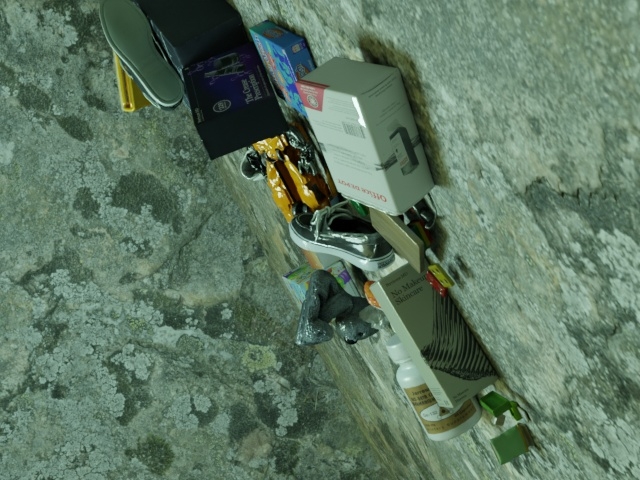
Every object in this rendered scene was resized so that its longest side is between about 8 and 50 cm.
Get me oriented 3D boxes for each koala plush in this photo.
[{"bbox_3d":[0.066,0.192,2.119,0.196,0.221,0.203,131,152,-76],"label":"koala plush"}]

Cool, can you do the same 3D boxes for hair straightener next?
[{"bbox_3d":[0.123,-0.103,1.367,0.230,0.047,0.089,52,168,36],"label":"hair straightener"}]

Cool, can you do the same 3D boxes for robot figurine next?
[{"bbox_3d":[-0.060,-0.155,1.891,0.211,0.085,0.291,-1,123,43],"label":"robot figurine"}]

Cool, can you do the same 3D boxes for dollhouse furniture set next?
[{"bbox_3d":[0.347,0.349,1.471,0.152,0.076,0.058,64,170,-17],"label":"dollhouse furniture set"}]

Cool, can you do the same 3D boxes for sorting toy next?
[{"bbox_3d":[0.153,-0.016,1.422,0.274,0.046,0.132,47,170,22],"label":"sorting toy"}]

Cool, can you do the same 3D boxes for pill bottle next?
[{"bbox_3d":[0.236,0.296,1.706,0.229,0.131,0.131,61,170,-6],"label":"pill bottle"}]

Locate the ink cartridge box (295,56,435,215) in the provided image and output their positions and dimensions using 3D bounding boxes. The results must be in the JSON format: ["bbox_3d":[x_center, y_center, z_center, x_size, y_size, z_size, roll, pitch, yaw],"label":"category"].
[{"bbox_3d":[0.071,-0.162,1.247,0.158,0.092,0.218,26,145,48],"label":"ink cartridge box"}]

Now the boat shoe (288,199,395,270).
[{"bbox_3d":[0.034,-0.026,1.751,0.306,0.113,0.105,27,140,49],"label":"boat shoe"}]

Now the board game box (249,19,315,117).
[{"bbox_3d":[-0.062,-0.341,1.600,0.210,0.047,0.160,46,163,57],"label":"board game box"}]

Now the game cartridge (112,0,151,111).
[{"bbox_3d":[-0.451,-0.525,2.196,0.052,0.323,0.285,7,114,23],"label":"game cartridge"}]

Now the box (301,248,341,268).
[{"bbox_3d":[0.000,0.000,2.137,0.130,0.091,0.170,60,170,-3],"label":"box"}]

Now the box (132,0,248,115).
[{"bbox_3d":[-0.303,-0.472,2.038,0.343,0.179,0.312,51,165,42],"label":"box"}]

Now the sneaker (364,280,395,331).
[{"bbox_3d":[0.164,0.144,1.878,0.175,0.064,0.067,46,144,37],"label":"sneaker"}]

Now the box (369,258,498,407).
[{"bbox_3d":[0.213,0.174,1.534,0.275,0.113,0.094,58,169,4],"label":"box"}]

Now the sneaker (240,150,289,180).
[{"bbox_3d":[-0.148,-0.215,2.082,0.114,0.152,0.305,58,171,1],"label":"sneaker"}]

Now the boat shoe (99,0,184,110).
[{"bbox_3d":[-0.437,-0.445,1.941,0.302,0.114,0.091,62,163,0],"label":"boat shoe"}]

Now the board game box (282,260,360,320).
[{"bbox_3d":[0.001,0.145,2.392,0.144,0.142,0.275,62,170,-9],"label":"board game box"}]

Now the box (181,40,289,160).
[{"bbox_3d":[-0.193,-0.312,1.774,0.261,0.184,0.103,-112,-2,-48],"label":"box"}]
